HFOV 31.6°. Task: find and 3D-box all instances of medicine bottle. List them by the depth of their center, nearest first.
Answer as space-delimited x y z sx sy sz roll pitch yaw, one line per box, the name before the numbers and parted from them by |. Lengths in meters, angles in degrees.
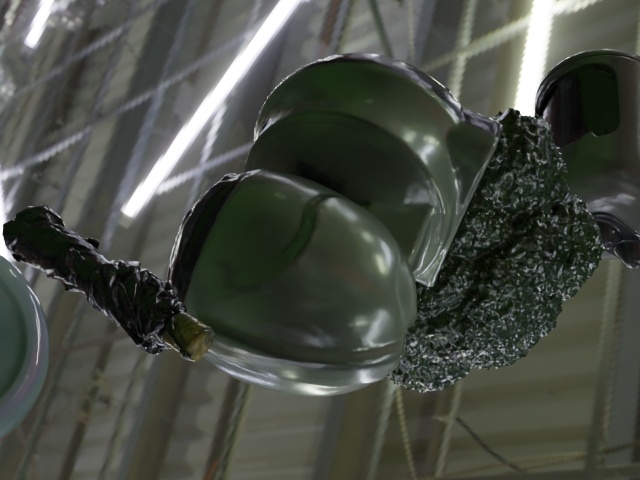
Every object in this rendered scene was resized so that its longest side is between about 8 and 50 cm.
medicine bottle | -0.195 0.073 0.491 0.217 0.090 0.090 -35 -143 50

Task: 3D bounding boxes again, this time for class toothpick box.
toothpick box | 0.426 -0.103 1.669 0.229 0.229 0.316 -31 -145 38

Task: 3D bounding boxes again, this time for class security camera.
security camera | 0.000 0.000 0.850 0.277 0.191 0.197 -60 173 -46

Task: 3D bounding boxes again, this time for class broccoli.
broccoli | 0.124 -0.002 1.178 0.321 0.303 0.283 -20 -137 -12

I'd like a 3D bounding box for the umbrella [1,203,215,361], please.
umbrella | -0.115 0.023 0.612 0.144 0.040 0.037 30 -62 27
